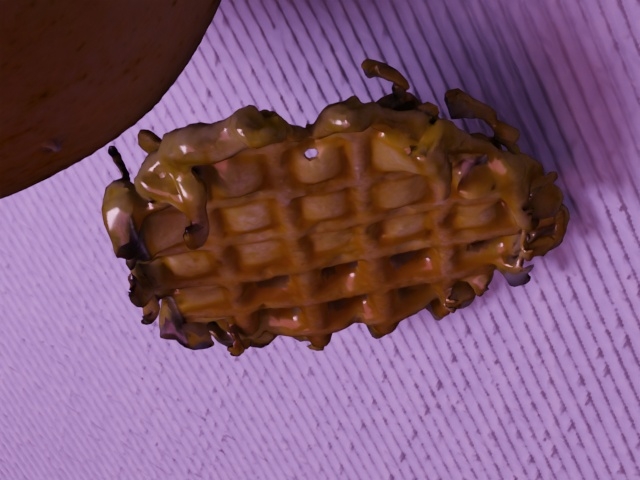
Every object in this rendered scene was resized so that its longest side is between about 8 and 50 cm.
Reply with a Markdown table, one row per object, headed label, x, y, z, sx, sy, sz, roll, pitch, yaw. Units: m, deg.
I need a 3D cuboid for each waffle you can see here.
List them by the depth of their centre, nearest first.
| label | x | y | z | sx | sy | sz | roll | pitch | yaw |
| --- | --- | --- | --- | --- | --- | --- | --- | --- | --- |
| waffle | 0.001 | 0.003 | 0.788 | 0.262 | 0.280 | 0.060 | -36 | 55 | 40 |

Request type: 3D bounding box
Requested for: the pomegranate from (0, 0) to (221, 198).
| label | x | y | z | sx | sy | sz | roll | pitch | yaw |
| --- | --- | --- | --- | --- | --- | --- | --- | --- | --- |
| pomegranate | -0.207 | -0.211 | 0.641 | 0.416 | 0.417 | 0.417 | 21 | 136 | 22 |
